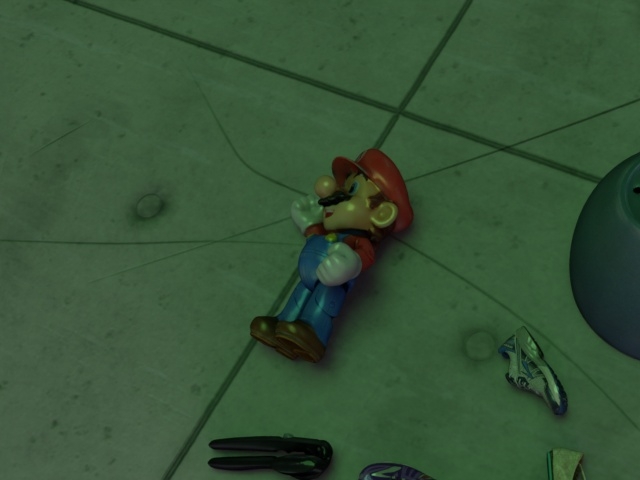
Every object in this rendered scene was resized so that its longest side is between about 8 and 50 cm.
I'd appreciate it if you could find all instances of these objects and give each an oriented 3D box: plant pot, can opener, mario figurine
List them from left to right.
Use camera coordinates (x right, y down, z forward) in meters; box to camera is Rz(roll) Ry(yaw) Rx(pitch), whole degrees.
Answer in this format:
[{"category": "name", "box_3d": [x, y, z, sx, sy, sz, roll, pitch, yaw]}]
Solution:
[{"category": "can opener", "box_3d": [-0.069, 0.284, 1.650, 0.186, 0.073, 0.059, 1, 68, 29]}, {"category": "mario figurine", "box_3d": [0.000, 0.000, 1.730, 0.198, 0.170, 0.321, 19, 69, 28]}, {"category": "plant pot", "box_3d": [0.456, -0.010, 1.570, 0.290, 0.195, 0.290, -8, 59, 13]}]

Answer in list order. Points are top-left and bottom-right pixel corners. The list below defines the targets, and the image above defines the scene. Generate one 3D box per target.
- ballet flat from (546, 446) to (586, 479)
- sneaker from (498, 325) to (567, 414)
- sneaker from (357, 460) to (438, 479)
[{"category": "ballet flat", "box_3d": [0.302, 0.330, 1.503, 0.052, 0.057, 0.168, 2, 61, 8]}, {"category": "sneaker", "box_3d": [0.276, 0.179, 1.610, 0.058, 0.052, 0.135, -33, 48, 9]}, {"category": "sneaker", "box_3d": [0.125, 0.315, 1.558, 0.169, 0.071, 0.068, 12, 65, 25]}]
